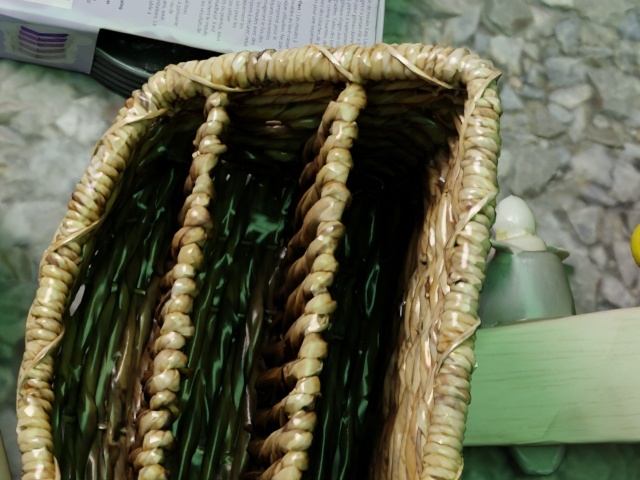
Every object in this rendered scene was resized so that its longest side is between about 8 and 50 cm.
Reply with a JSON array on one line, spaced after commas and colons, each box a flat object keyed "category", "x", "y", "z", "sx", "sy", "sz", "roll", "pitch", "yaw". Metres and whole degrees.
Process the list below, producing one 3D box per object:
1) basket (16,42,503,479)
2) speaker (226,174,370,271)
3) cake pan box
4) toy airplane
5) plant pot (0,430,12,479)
[{"category": "basket", "x": -0.044, "y": 0.050, "z": 0.877, "sx": 0.214, "sy": 0.223, "sz": 0.299, "roll": 13, "pitch": 70, "yaw": -6}, {"category": "speaker", "x": 0.000, "y": 0.000, "z": 1.050, "sx": 0.136, "sy": 0.055, "sz": 0.055, "roll": 42, "pitch": 64, "yaw": 5}, {"category": "cake pan box", "x": -0.076, "y": -0.215, "z": 1.114, "sx": 0.246, "sy": 0.070, "sz": 0.266, "roll": 8, "pitch": 66, "yaw": -9}, {"category": "toy airplane", "x": 0.285, "y": 0.048, "z": 1.019, "sx": 0.386, "sy": 0.272, "sz": 0.384, "roll": 35, "pitch": 101, "yaw": -8}, {"category": "plant pot", "x": -0.259, "y": 0.126, "z": 0.846, "sx": 0.257, "sy": 0.256, "sz": 0.274, "roll": 5, "pitch": 51, "yaw": -13}]
